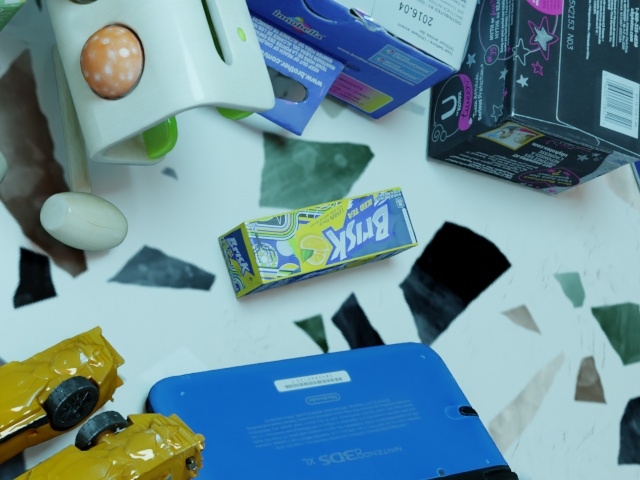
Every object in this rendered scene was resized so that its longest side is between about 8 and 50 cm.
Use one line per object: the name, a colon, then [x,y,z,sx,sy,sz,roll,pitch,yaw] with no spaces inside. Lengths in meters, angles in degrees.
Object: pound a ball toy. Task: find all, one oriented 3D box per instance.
pound a ball toy: [-0.178,-0.171,1.195,0.136,0.208,0.319,2,69,-59]

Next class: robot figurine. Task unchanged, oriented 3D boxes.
robot figurine: [-0.240,0.184,1.106,0.291,0.085,0.211,-28,56,-31]

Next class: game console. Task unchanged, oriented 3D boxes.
game console: [0.005,0.243,1.294,0.293,0.173,0.250,-5,47,-31]

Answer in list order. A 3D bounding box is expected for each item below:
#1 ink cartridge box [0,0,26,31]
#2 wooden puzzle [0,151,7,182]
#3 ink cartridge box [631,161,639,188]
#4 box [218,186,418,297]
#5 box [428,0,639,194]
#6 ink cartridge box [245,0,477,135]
ink cartridge box: [-0.260,-0.259,1.163,0.056,0.235,0.171,-9,80,-32]
wooden puzzle: [-0.336,-0.044,1.098,0.221,0.044,0.238,-60,142,-28]
ink cartridge box: [0.410,-0.141,1.628,0.224,0.045,0.223,-15,83,-33]
box: [0.000,0.000,1.345,0.169,0.054,0.059,-14,83,-33]
box: [0.212,-0.190,1.472,0.163,0.142,0.247,15,70,-27]
ink cartridge box: [0.011,-0.296,1.380,0.270,0.151,0.395,26,63,-21]
